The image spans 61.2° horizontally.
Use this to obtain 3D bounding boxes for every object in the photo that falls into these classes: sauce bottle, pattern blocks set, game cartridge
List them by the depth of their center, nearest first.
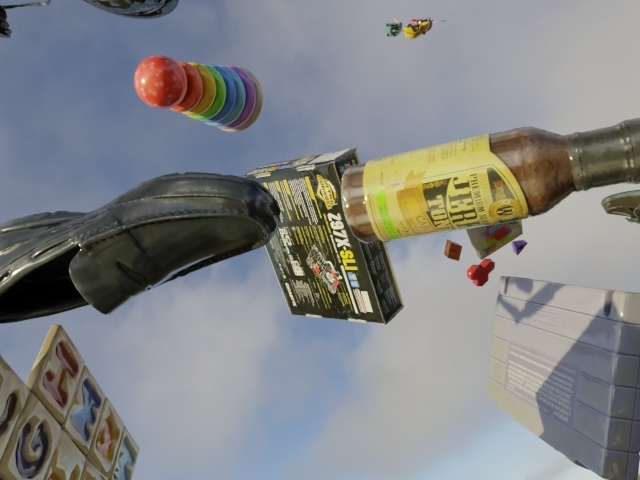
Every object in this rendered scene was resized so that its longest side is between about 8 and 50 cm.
[{"bbox_3d":[0.196,-0.073,0.641,0.344,0.111,0.111,-11,-27,25],"label":"sauce bottle"},{"bbox_3d":[0.346,0.176,0.797,0.068,0.230,0.355,3,0,-5],"label":"game cartridge"},{"bbox_3d":[0.426,-0.041,1.326,0.285,0.026,0.325,-43,-49,3],"label":"pattern blocks set"}]

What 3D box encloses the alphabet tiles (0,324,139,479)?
[{"bbox_3d":[-0.202,0.245,0.399,0.011,0.285,0.342,0,-44,3],"label":"alphabet tiles"}]

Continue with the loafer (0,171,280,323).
[{"bbox_3d":[-0.132,0.013,0.363,0.223,0.078,0.076,-12,-37,14],"label":"loafer"}]

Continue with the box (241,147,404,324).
[{"bbox_3d":[0.000,0.000,1.050,0.257,0.322,0.079,-3,23,42],"label":"box"}]

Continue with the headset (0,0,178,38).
[{"bbox_3d":[-0.232,-0.333,0.527,0.394,0.243,0.185,-31,-28,21],"label":"headset"}]

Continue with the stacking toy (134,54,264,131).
[{"bbox_3d":[-0.235,-0.291,1.041,0.141,0.141,0.330,-38,-6,18],"label":"stacking toy"}]

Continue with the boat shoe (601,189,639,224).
[{"bbox_3d":[0.463,-0.037,0.730,0.153,0.048,0.056,6,-12,14],"label":"boat shoe"}]

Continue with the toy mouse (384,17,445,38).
[{"bbox_3d":[0.210,-0.505,1.290,0.161,0.143,0.031,-18,-60,-16],"label":"toy mouse"}]
